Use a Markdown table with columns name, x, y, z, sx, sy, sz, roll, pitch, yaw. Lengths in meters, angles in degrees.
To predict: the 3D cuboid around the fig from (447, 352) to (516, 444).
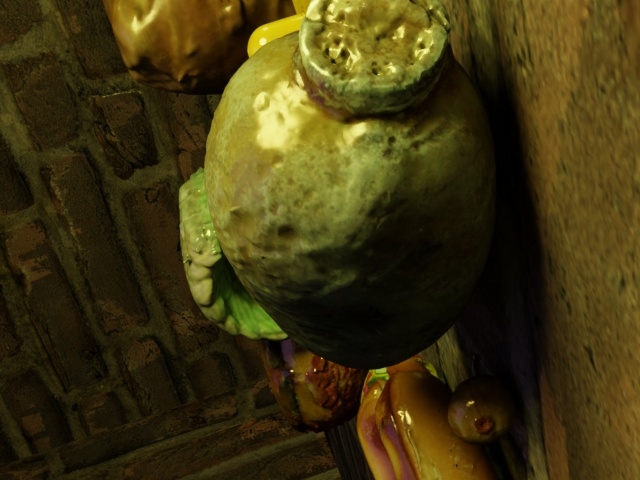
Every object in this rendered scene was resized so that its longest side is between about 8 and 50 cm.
| name | x | y | z | sx | sy | sz | roll | pitch | yaw |
| --- | --- | --- | --- | --- | --- | --- | --- | --- | --- |
| fig | 0.117 | 0.113 | 0.731 | 0.083 | 0.050 | 0.050 | -80 | -22 | -63 |

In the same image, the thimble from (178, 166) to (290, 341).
| name | x | y | z | sx | sy | sz | roll | pitch | yaw |
| --- | --- | --- | --- | --- | --- | --- | --- | --- | --- |
| thimble | -0.063 | 0.001 | 1.172 | 0.150 | 0.219 | 0.219 | -112 | 7 | -50 |

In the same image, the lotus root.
| name | x | y | z | sx | sy | sz | roll | pitch | yaw |
| --- | --- | --- | --- | --- | --- | --- | --- | --- | --- |
| lotus root | 0.022 | -0.009 | 0.628 | 0.349 | 0.175 | 0.175 | 77 | 173 | -61 |

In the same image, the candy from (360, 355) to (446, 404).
| name | x | y | z | sx | sy | sz | roll | pitch | yaw |
| --- | --- | --- | --- | --- | --- | --- | --- | --- | --- |
| candy | 0.116 | 0.226 | 1.010 | 0.091 | 0.083 | 0.305 | 38 | 158 | 49 |

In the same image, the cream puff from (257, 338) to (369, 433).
| name | x | y | z | sx | sy | sz | roll | pitch | yaw |
| --- | --- | --- | --- | --- | --- | --- | --- | --- | --- |
| cream puff | -0.005 | 0.140 | 1.343 | 0.240 | 0.163 | 0.240 | -11 | -90 | -84 |

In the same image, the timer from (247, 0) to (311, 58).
| name | x | y | z | sx | sy | sz | roll | pitch | yaw |
| --- | --- | --- | --- | --- | --- | --- | --- | --- | --- |
| timer | -0.003 | -0.166 | 0.658 | 0.107 | 0.109 | 0.107 | 162 | 90 | -84 |

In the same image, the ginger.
| name | x | y | z | sx | sy | sz | roll | pitch | yaw |
| --- | --- | --- | --- | --- | --- | --- | --- | --- | --- |
| ginger | -0.124 | -0.256 | 1.044 | 0.269 | 0.200 | 0.223 | -179 | 76 | -79 |

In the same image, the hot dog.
| name | x | y | z | sx | sy | sz | roll | pitch | yaw |
| --- | --- | --- | --- | --- | --- | --- | --- | --- | --- |
| hot dog | 0.122 | 0.246 | 0.807 | 0.135 | 0.100 | 0.337 | 119 | 132 | -70 |
